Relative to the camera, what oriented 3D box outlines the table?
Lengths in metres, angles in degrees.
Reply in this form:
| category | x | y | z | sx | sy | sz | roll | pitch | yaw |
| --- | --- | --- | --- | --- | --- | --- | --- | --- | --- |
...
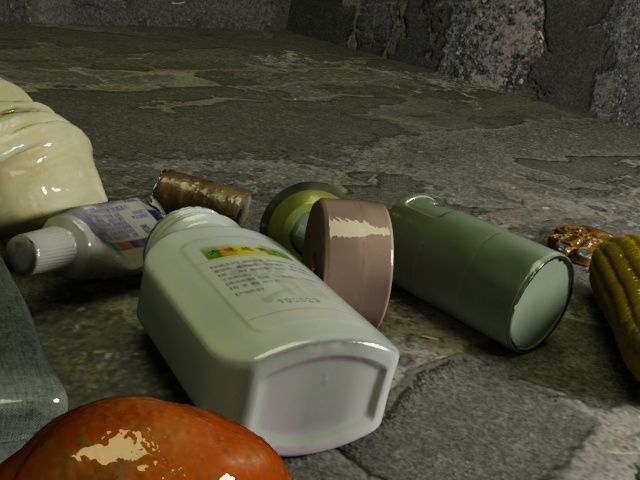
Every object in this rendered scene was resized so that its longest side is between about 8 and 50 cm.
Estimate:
| category | x | y | z | sx | sy | sz | roll | pitch | yaw |
| --- | --- | --- | --- | --- | --- | --- | --- | --- | --- |
| table | 0.183 | 0.036 | 1.028 | 0.126 | 0.126 | 0.220 | -10 | 27 | -42 |

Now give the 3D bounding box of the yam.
| category | x | y | z | sx | sy | sz | roll | pitch | yaw |
| --- | --- | --- | --- | --- | --- | --- | --- | --- | --- |
| yam | -0.167 | -0.049 | 1.164 | 0.127 | 0.084 | 0.084 | 18 | 21 | 10 |

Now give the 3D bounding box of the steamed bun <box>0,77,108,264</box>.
| category | x | y | z | sx | sy | sz | roll | pitch | yaw |
| --- | --- | --- | --- | --- | --- | --- | --- | --- | --- |
| steamed bun | -0.414 | -0.095 | 0.984 | 0.289 | 0.203 | 0.276 | 17 | 21 | 17 |

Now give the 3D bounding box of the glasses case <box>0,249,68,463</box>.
| category | x | y | z | sx | sy | sz | roll | pitch | yaw |
| --- | --- | --- | --- | --- | --- | --- | --- | --- | --- |
| glasses case | -0.321 | 0.087 | 0.729 | 0.131 | 0.074 | 0.323 | -1 | 22 | -31 |

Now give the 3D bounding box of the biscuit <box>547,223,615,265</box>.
| category | x | y | z | sx | sy | sz | roll | pitch | yaw |
| --- | --- | --- | --- | --- | --- | --- | --- | --- | --- |
| biscuit | 0.440 | 0.004 | 1.375 | 0.124 | 0.026 | 0.175 | 20 | 22 | 27 |

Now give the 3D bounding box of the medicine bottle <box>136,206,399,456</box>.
| category | x | y | z | sx | sy | sz | roll | pitch | yaw |
| --- | --- | --- | --- | --- | --- | --- | --- | --- | --- |
| medicine bottle | -0.075 | 0.071 | 0.820 | 0.179 | 0.124 | 0.324 | -1 | 24 | -31 |

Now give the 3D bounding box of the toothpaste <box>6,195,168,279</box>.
| category | x | y | z | sx | sy | sz | roll | pitch | yaw |
| --- | --- | --- | --- | --- | --- | --- | --- | --- | --- |
| toothpaste | -0.244 | -0.002 | 0.957 | 0.068 | 0.099 | 0.282 | -14 | 0 | 23 |

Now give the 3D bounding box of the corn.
| category | x | y | z | sx | sy | sz | roll | pitch | yaw |
| --- | --- | --- | --- | --- | --- | --- | --- | --- | --- |
| corn | 0.409 | 0.077 | 1.027 | 0.131 | 0.131 | 0.344 | 11 | 19 | 2 |

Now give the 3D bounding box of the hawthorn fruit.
| category | x | y | z | sx | sy | sz | roll | pitch | yaw |
| --- | --- | --- | --- | --- | --- | --- | --- | --- | --- |
| hawthorn fruit | -0.101 | 0.170 | 0.470 | 0.189 | 0.189 | 0.189 | 9 | 20 | -3 |

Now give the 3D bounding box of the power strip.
| category | x | y | z | sx | sy | sz | roll | pitch | yaw |
| --- | --- | --- | --- | --- | --- | --- | --- | --- | --- |
| power strip | 0.028 | 0.030 | 0.939 | 0.078 | 0.154 | 0.154 | 3 | 21 | -12 |

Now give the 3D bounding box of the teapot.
| category | x | y | z | sx | sy | sz | roll | pitch | yaw |
| --- | --- | --- | --- | --- | --- | --- | --- | --- | --- |
| teapot | 0.000 | 0.000 | 1.073 | 0.166 | 0.130 | 0.119 | 41 | 1 | -8 |
